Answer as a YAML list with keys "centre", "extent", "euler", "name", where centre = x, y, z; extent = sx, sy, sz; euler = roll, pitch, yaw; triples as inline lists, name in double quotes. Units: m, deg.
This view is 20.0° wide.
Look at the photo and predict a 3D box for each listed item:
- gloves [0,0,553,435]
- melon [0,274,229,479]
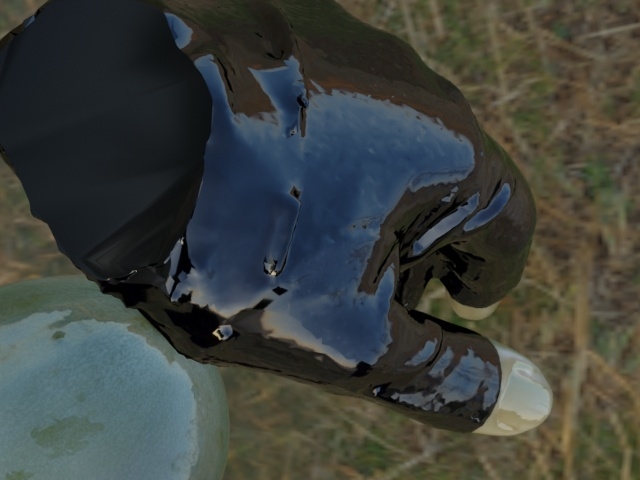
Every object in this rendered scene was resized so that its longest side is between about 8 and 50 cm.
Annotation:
- centre: [0.003, -0.006, 0.730]
  extent: [0.152, 0.301, 0.197]
  euler: [-38, 63, 3]
  name: "gloves"
- centre: [-0.204, 0.163, 1.237]
  extent: [0.308, 0.272, 0.271]
  euler: [-25, 101, -4]
  name: "melon"
